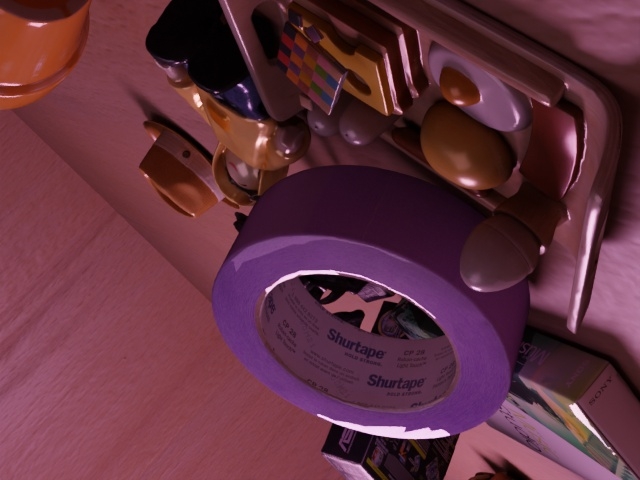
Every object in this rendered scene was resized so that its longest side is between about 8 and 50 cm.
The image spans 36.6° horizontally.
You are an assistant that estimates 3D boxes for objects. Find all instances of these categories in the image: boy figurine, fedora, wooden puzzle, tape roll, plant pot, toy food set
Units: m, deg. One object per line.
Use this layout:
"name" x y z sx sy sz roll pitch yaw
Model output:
"boy figurine" -0.085 -0.125 0.926 0.177 0.092 0.285 35 165 14
"fedora" -0.208 -0.093 1.446 0.194 0.079 0.194 39 168 10
"wooden puzzle" -0.006 -0.109 0.606 0.049 0.006 0.083 44 158 8
"tape roll" 0.044 0.063 0.875 0.275 0.090 0.275 15 139 13
"plant pot" -0.321 -0.257 0.995 0.205 0.205 0.188 45 152 -18
"toy food set" 0.059 -0.070 0.653 0.306 0.092 0.220 36 167 23

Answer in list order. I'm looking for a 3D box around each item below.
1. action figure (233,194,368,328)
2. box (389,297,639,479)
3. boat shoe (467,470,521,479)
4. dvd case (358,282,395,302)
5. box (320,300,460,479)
"action figure" -0.001 0.034 1.050 0.164 0.141 0.275 24 145 30
"box" 0.236 0.171 1.045 0.232 0.058 0.322 47 166 -27
"boat shoe" 0.318 0.479 1.783 0.120 0.122 0.324 45 161 10
"dvd case" 0.000 0.000 1.272 0.221 0.018 0.164 41 169 -2
"box" 0.111 0.236 1.272 0.060 0.216 0.270 11 154 31
